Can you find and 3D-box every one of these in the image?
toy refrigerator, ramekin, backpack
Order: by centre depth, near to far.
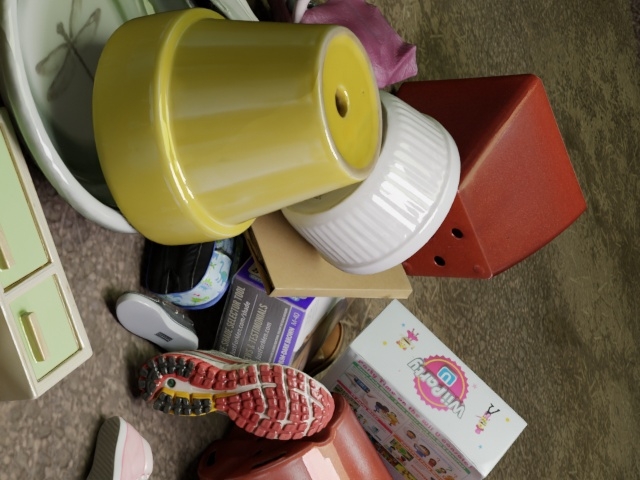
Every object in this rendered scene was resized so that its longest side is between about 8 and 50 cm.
[{"bbox_3d":[-0.321,0.015,1.315,0.102,0.094,0.269,-40,118,-56],"label":"toy refrigerator"},{"bbox_3d":[0.045,-0.075,1.525,0.109,0.207,0.207,35,54,-40],"label":"ramekin"},{"bbox_3d":[-0.147,0.025,1.598,0.084,0.105,0.114,41,53,-48],"label":"backpack"}]

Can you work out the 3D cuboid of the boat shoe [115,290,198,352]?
[{"bbox_3d":[-0.193,0.090,1.572,0.142,0.049,0.040,44,29,-49],"label":"boat shoe"}]

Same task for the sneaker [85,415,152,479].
[{"bbox_3d":[-0.220,0.266,1.474,0.070,0.051,0.134,45,43,-39],"label":"sneaker"}]

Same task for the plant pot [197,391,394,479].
[{"bbox_3d":[-0.007,0.346,1.641,0.272,0.272,0.265,-45,114,-54],"label":"plant pot"}]

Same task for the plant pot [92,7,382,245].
[{"bbox_3d":[-0.074,-0.131,1.422,0.254,0.239,0.254,26,61,-61],"label":"plant pot"}]

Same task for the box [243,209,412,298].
[{"bbox_3d":[0.000,0.000,1.618,0.201,0.021,0.164,3,50,-35],"label":"box"}]

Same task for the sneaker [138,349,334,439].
[{"bbox_3d":[-0.093,0.166,1.562,0.093,0.225,0.088,-57,161,-80],"label":"sneaker"}]

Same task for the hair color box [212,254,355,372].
[{"bbox_3d":[-0.015,0.047,1.736,0.339,0.110,0.185,-50,162,-50],"label":"hair color box"}]

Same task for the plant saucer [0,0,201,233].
[{"bbox_3d":[-0.251,-0.202,1.457,0.400,0.100,0.400,25,62,-61],"label":"plant saucer"}]

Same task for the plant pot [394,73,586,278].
[{"bbox_3d":[0.222,-0.081,2.122,0.236,0.267,0.267,-51,127,-36],"label":"plant pot"}]

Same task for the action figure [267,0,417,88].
[{"bbox_3d":[-0.013,-0.227,1.742,0.370,0.248,0.276,-47,123,-56],"label":"action figure"}]

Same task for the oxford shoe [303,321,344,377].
[{"bbox_3d":[-0.030,0.148,1.807,0.076,0.076,0.212,60,34,-12],"label":"oxford shoe"}]

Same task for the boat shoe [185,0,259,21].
[{"bbox_3d":[-0.094,-0.234,1.572,0.184,0.066,0.063,59,43,-16],"label":"boat shoe"}]

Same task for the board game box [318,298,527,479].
[{"bbox_3d":[0.097,0.232,1.703,0.224,0.303,0.097,44,61,5],"label":"board game box"}]
